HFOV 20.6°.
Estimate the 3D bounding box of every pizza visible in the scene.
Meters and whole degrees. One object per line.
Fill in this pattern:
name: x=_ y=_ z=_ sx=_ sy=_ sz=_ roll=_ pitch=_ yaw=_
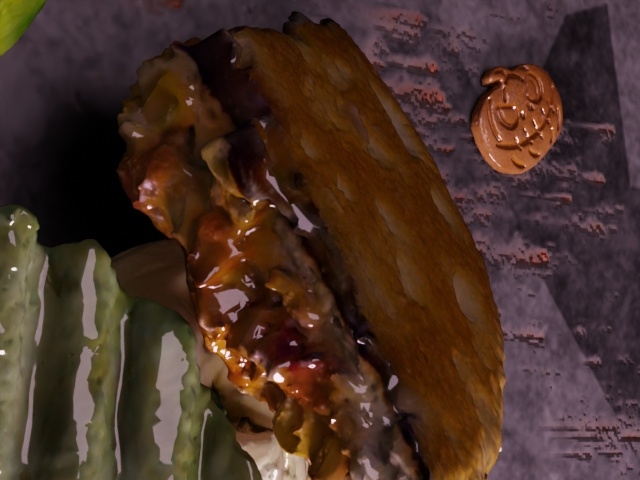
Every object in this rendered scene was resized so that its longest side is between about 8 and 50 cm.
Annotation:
pizza: x=0.000 y=0.000 z=0.976 sx=0.277 sy=0.114 sz=0.409 roll=33 pitch=29 yaw=-38

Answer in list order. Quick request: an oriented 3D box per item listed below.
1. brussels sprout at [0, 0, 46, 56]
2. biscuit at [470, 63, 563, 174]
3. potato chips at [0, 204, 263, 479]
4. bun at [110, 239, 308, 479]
brussels sprout: x=-0.233 y=-0.196 z=0.799 sx=0.227 sy=0.259 sz=0.294 roll=-3 pitch=90 yaw=-41
biscuit: x=0.143 y=-0.092 z=1.276 sx=0.091 sy=0.015 sz=0.078 roll=-49 pitch=117 yaw=-32
potato chips: x=-0.196 y=0.160 z=0.836 sx=0.373 sy=0.097 sz=0.389 roll=-19 pitch=95 yaw=-20
bun: x=-0.079 y=0.118 z=1.001 sx=0.210 sy=0.116 sz=0.237 roll=-10 pitch=91 yaw=-42
